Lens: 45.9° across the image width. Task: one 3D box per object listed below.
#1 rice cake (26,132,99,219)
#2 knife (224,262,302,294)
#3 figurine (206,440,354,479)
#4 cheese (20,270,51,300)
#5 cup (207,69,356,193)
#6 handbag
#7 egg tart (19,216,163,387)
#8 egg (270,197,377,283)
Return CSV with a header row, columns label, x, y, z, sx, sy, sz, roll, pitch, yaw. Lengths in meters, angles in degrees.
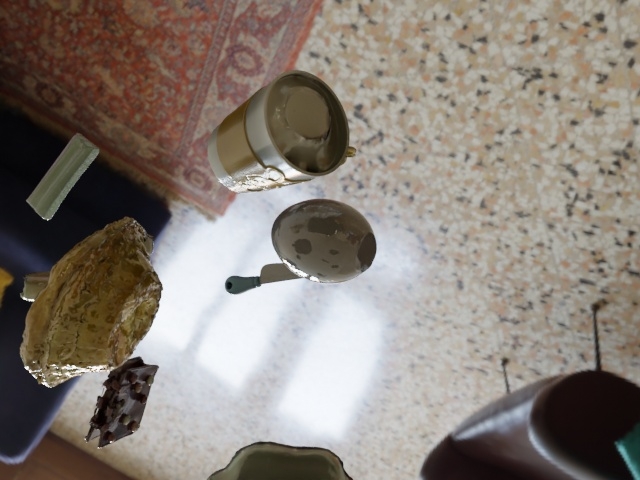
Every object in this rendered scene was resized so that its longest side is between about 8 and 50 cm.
label,x,y,z,sx,sy,sz,roll,pitch,yaw
rice cake,-0.642,-0.160,1.876,0.080,0.221,0.042,37,-178,17
knife,-0.136,0.089,1.874,0.244,0.058,0.032,-16,165,28
figurine,-0.022,0.371,0.720,0.324,0.340,0.231,9,110,-10
cheese,-0.491,0.083,1.457,0.092,0.171,0.047,10,103,42
cup,-0.061,-0.171,1.354,0.241,0.185,0.226,18,157,-37
handbag,-0.493,0.400,1.894,0.074,0.203,0.216,19,180,9
egg tart,-0.372,0.117,1.313,0.129,0.341,0.341,24,145,11
egg,0.000,0.000,1.569,0.232,0.176,0.176,8,141,34
